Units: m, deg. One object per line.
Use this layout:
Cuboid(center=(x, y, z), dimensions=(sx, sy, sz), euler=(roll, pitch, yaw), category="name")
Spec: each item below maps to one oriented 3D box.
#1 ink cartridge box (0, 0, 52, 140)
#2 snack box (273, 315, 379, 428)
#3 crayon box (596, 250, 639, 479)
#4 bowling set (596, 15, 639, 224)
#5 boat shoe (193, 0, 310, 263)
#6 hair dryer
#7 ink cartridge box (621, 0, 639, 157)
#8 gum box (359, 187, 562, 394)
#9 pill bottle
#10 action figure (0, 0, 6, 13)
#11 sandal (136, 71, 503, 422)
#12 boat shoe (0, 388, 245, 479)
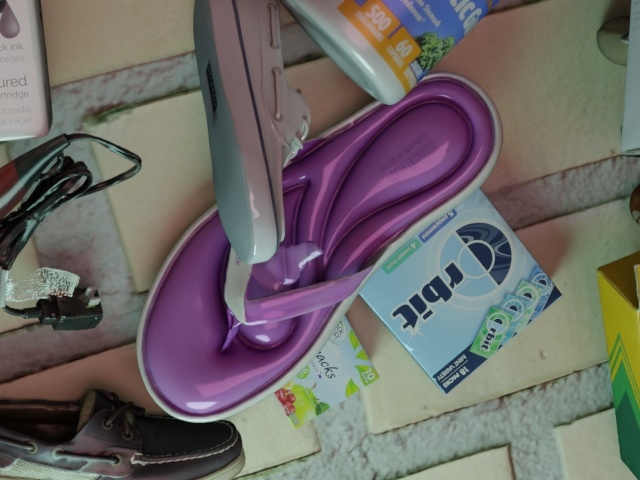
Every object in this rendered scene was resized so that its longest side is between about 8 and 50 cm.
Cuboid(center=(-0.336, -0.221, 0.902), dimensions=(0.207, 0.117, 0.283), euler=(-6, 105, -11), category="ink cartridge box")
Cuboid(center=(-0.019, 0.098, 1.093), dimensions=(0.100, 0.037, 0.141), euler=(-31, 107, -5), category="snack box")
Cuboid(center=(0.394, 0.094, 1.119), dimensions=(0.203, 0.083, 0.323), euler=(-21, 125, -7), category="crayon box")
Cuboid(center=(0.390, -0.091, 1.079), dimensions=(0.287, 0.154, 0.199), euler=(10, 101, -14), category="bowling set")
Cuboid(center=(-0.050, -0.107, 0.964), dimensions=(0.084, 0.095, 0.258), euler=(-3, 75, -20), category="boat shoe")
Cuboid(center=(-0.312, -0.017, 0.951), dimensions=(0.294, 0.080, 0.223), euler=(0, 128, -24), category="hair dryer")
Cuboid(center=(0.354, -0.245, 0.941), dimensions=(0.176, 0.069, 0.370), euler=(6, 89, -17), category="ink cartridge box")
Cuboid(center=(0.124, 0.035, 1.109), dimensions=(0.157, 0.041, 0.184), euler=(-40, 109, -1), category="gum box")
Cuboid(center=(0.105, -0.262, 0.973), dimensions=(0.272, 0.152, 0.152), euler=(-45, 108, 2), category="pill bottle")
Cuboid(center=(-0.312, -0.225, 0.797), dimensions=(0.185, 0.099, 0.285), euler=(8, 105, -22), category="action figure")
Cuboid(center=(-0.011, -0.011, 1.012), dimensions=(0.416, 0.102, 0.169), euler=(-45, 83, -4), category="sandal")
Cuboid(center=(-0.212, 0.185, 1.040), dimensions=(0.285, 0.103, 0.092), euler=(-1, 108, -7), category="boat shoe")
